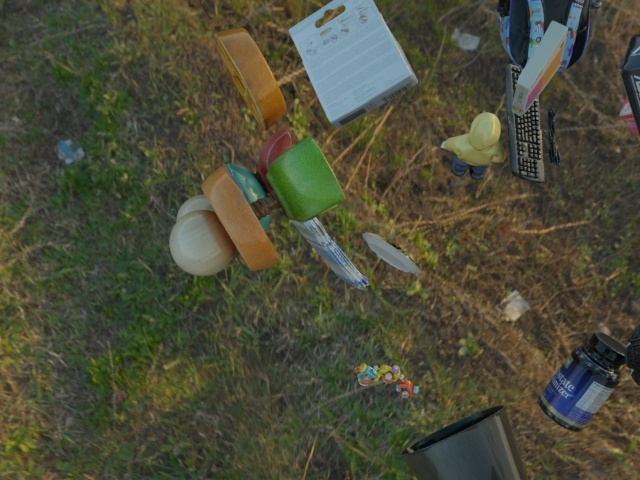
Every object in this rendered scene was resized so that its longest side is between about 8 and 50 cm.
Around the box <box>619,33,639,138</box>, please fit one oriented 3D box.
[{"bbox_3d":[0.671,-0.157,1.062,0.318,0.395,0.097,4,54,42],"label":"box"}]

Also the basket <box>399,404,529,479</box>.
[{"bbox_3d":[0.274,0.428,1.182,0.204,0.154,0.227,-29,78,18],"label":"basket"}]

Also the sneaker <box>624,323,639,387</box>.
[{"bbox_3d":[0.724,0.282,1.457,0.121,0.099,0.262,-21,100,-37],"label":"sneaker"}]

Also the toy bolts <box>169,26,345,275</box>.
[{"bbox_3d":[-0.095,-0.068,0.696,0.158,0.228,0.218,-29,87,-4],"label":"toy bolts"}]

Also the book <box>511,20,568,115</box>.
[{"bbox_3d":[0.309,-0.238,0.988,0.035,0.144,0.096,32,92,13],"label":"book"}]

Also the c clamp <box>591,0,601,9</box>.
[{"bbox_3d":[0.604,-0.531,1.498,0.137,0.161,0.022,-29,80,-14],"label":"c clamp"}]

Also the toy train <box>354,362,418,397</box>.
[{"bbox_3d":[0.165,0.372,1.799,0.166,0.125,0.046,2,45,22],"label":"toy train"}]

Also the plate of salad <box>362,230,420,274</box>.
[{"bbox_3d":[0.207,0.031,1.980,0.200,0.200,0.048,33,81,13],"label":"plate of salad"}]

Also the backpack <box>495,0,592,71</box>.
[{"bbox_3d":[0.382,-0.381,1.198,0.158,0.117,0.173,-3,107,-7],"label":"backpack"}]

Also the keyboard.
[{"bbox_3d":[0.575,-0.306,1.857,0.201,0.033,0.317,8,76,-33],"label":"keyboard"}]

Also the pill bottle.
[{"bbox_3d":[0.614,0.324,1.608,0.123,0.123,0.219,33,109,13],"label":"pill bottle"}]

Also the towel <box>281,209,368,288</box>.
[{"bbox_3d":[0.000,0.000,1.740,0.034,0.209,0.285,-42,104,-8],"label":"towel"}]

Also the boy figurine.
[{"bbox_3d":[0.418,-0.253,1.884,0.177,0.285,0.092,12,74,7],"label":"boy figurine"}]

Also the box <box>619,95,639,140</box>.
[{"bbox_3d":[0.699,-0.256,1.185,0.142,0.300,0.154,38,68,-26],"label":"box"}]

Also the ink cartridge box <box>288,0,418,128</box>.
[{"bbox_3d":[0.064,-0.371,1.403,0.189,0.066,0.232,-28,70,16],"label":"ink cartridge box"}]
